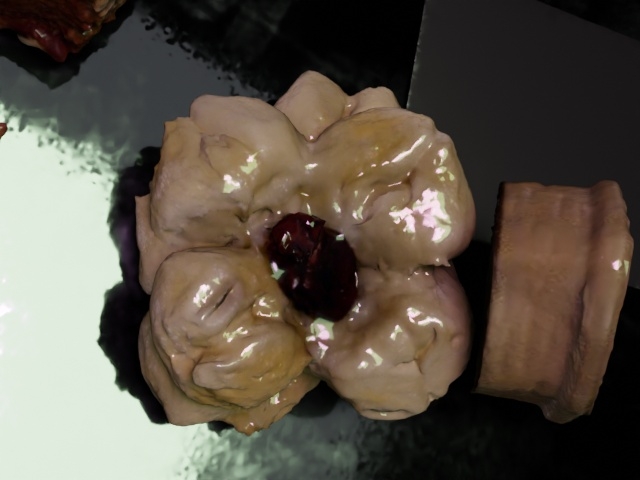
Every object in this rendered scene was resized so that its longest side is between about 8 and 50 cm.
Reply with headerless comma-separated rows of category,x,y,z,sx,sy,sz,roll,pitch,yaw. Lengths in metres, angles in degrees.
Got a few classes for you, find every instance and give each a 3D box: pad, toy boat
pad,0.163,-0.064,0.667,0.245,0.006,0.170,15,77,-20
toy boat,0.113,0.029,0.536,0.061,0.188,0.116,9,76,9

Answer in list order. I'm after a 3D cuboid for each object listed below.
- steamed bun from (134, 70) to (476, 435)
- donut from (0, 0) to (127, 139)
steamed bun,0.000,0.000,0.530,0.177,0.106,0.192,1,82,-23
donut,-0.169,-0.112,0.486,0.141,0.085,0.217,40,70,-13
